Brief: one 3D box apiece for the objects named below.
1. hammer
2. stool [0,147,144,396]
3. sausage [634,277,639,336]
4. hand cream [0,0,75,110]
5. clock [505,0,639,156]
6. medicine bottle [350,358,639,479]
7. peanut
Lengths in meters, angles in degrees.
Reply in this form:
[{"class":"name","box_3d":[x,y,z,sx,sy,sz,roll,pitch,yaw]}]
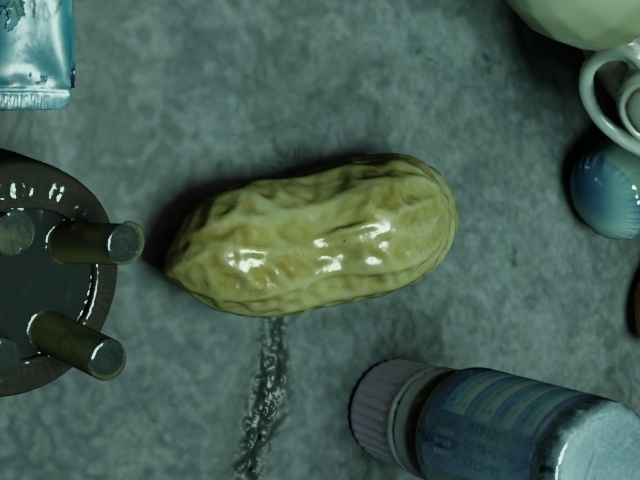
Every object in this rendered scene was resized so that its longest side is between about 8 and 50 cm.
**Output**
[{"class":"hammer","box_3d":[0.261,-0.003,1.077,0.116,0.069,0.194,-36,82,-25]},{"class":"stool","box_3d":[-0.180,0.003,0.809,0.217,0.121,0.125,42,75,-34]},{"class":"sausage","box_3d":[0.267,-0.009,1.137,0.043,0.043,0.186,39,74,-30]},{"class":"hand cream","box_3d":[-0.166,-0.179,0.844,0.083,0.048,0.224,-6,104,-35]},{"class":"clock","box_3d":[0.269,-0.181,0.999,0.342,0.184,0.326,42,56,-16]},{"class":"medicine bottle","box_3d":[0.097,0.117,0.945,0.083,0.203,0.083,-4,98,-34]},{"class":"peanut","box_3d":[0.000,0.000,0.938,0.194,0.093,0.083,-15,117,-33]}]
